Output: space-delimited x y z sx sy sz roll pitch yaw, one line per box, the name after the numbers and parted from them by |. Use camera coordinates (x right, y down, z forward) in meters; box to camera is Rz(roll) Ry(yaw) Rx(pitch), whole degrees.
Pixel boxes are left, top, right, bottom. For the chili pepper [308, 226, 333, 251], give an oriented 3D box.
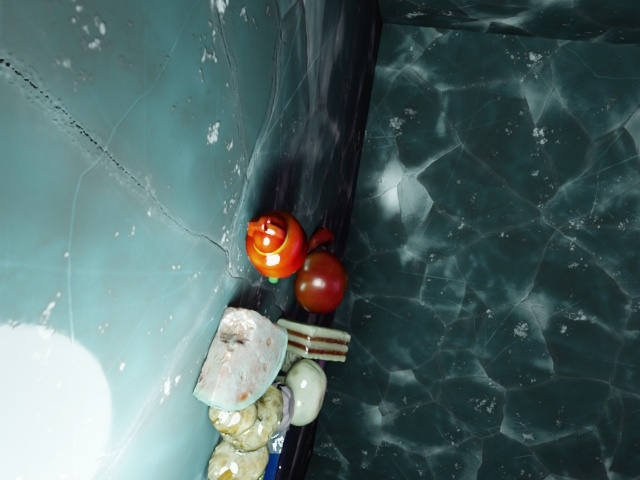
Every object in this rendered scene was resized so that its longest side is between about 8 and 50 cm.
0.002 -0.006 2.055 0.137 0.092 0.368 -61 164 6 | chili pepper

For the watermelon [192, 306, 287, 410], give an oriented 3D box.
-0.227 0.292 1.045 0.318 0.148 0.226 -37 120 -55 | watermelon

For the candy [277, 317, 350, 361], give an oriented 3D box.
-0.032 0.413 1.671 0.321 0.179 0.135 30 69 -51 | candy

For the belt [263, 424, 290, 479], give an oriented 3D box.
-0.210 0.885 1.696 0.212 0.117 0.347 57 46 -77 | belt

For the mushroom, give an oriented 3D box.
-0.101 0.621 1.667 0.260 0.234 0.254 -45 140 -62 | mushroom

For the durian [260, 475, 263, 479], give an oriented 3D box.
-0.249 0.830 1.436 0.132 0.107 0.375 -64 163 -49 | durian

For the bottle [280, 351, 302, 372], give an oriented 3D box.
-0.121 0.471 1.796 0.110 0.097 0.209 -143 -118 -83 | bottle

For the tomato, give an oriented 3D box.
0.006 0.190 1.833 0.298 0.226 0.298 14 90 -78 | tomato

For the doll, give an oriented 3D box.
-0.121 0.011 1.127 0.363 0.160 0.182 70 40 -70 | doll

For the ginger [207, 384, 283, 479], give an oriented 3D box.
-0.225 0.571 1.161 0.256 0.176 0.375 -16 120 -59 | ginger

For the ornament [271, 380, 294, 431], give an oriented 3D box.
-0.183 0.605 1.473 0.177 0.177 0.177 11 90 -80 | ornament

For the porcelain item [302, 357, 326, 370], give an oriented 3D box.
-0.046 0.728 2.332 0.147 0.147 0.114 57 44 -76 | porcelain item
